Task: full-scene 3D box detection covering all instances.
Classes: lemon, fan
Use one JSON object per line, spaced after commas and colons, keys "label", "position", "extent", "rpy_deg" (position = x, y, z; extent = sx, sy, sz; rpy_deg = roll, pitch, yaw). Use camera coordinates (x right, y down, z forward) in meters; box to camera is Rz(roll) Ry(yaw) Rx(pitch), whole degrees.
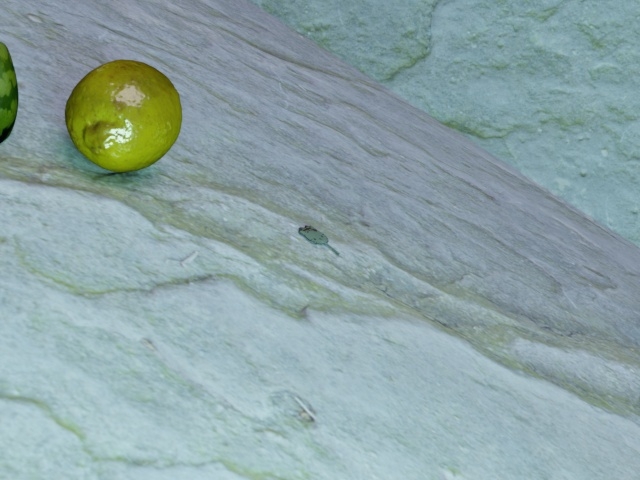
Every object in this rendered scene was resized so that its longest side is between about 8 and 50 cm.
{"label": "lemon", "position": [-0.305, -0.195, 1.179], "extent": [0.170, 0.170, 0.207], "rpy_deg": [31, 30, 5]}
{"label": "fan", "position": [0.000, 0.000, 1.310], "extent": [0.083, 0.004, 0.056], "rpy_deg": [38, 26, 18]}

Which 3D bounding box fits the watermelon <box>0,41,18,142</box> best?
{"label": "watermelon", "position": [-0.503, -0.185, 1.062], "extent": [0.128, 0.159, 0.303], "rpy_deg": [64, 21, -14]}
